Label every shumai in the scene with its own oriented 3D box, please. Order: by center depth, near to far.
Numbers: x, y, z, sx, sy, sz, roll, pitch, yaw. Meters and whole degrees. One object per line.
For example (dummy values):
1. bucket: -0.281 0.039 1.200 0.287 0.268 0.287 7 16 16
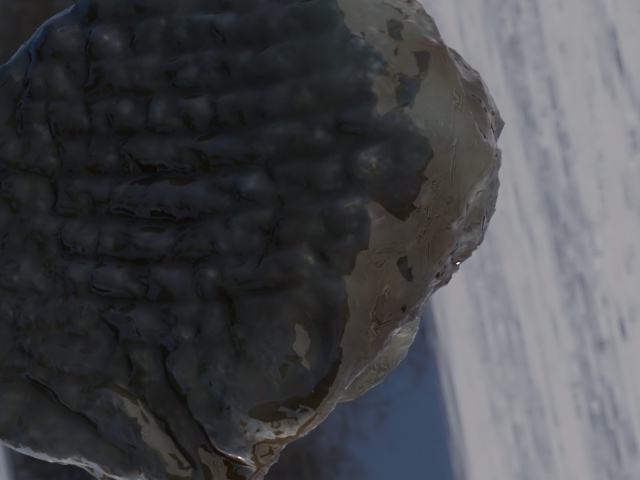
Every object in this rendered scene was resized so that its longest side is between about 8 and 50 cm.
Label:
1. shumai: 0.000 0.000 0.952 0.262 0.314 0.267 12 -115 -49
